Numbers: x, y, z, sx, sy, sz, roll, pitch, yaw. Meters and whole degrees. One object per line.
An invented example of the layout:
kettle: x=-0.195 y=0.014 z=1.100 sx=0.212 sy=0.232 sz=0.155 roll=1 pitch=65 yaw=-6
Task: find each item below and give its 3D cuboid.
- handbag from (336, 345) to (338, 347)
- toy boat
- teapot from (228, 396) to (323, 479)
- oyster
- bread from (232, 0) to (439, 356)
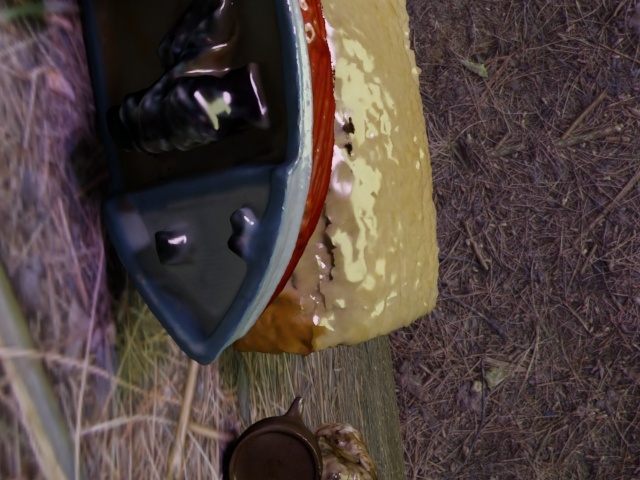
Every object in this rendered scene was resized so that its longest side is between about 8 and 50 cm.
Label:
handbag: x=0.000 y=0.000 z=0.818 sx=0.182 sy=0.117 sz=0.271 roll=49 pitch=37 yaw=-83
toy boat: x=-0.080 y=-0.102 z=0.355 sx=0.133 sy=0.145 sz=0.332 roll=-18 pitch=99 yaw=-58
teapot: x=-0.038 y=0.191 z=0.562 sx=0.068 sy=0.076 sz=0.121 roll=74 pitch=36 yaw=-88
oyster: x=0.017 y=0.340 z=0.746 sx=0.166 sy=0.094 sz=0.294 roll=84 pitch=9 yaw=-63
bread: x=-0.008 y=-0.100 z=0.608 sx=0.236 sy=0.165 sz=0.376 roll=-7 pitch=91 yaw=-54
